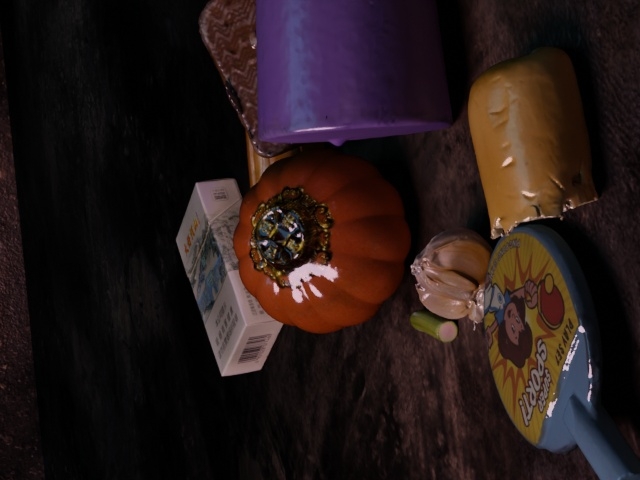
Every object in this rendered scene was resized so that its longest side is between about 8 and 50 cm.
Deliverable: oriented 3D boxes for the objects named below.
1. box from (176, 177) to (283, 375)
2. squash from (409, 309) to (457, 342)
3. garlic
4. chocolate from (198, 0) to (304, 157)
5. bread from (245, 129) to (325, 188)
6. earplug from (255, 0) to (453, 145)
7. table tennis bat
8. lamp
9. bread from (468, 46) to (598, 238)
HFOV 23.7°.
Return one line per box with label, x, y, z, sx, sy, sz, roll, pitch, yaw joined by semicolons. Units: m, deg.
box;-0.141;0.056;2.322;0.164;0.069;0.256;116;139;-53
squash;0.128;0.097;1.769;0.083;0.027;0.027;-156;61;-64
garlic;0.141;0.034;1.653;0.074;0.094;0.113;-84;13;-63
chocolate;-0.056;-0.219;1.884;0.093;0.148;0.214;-160;47;-81
bread;-0.041;-0.100;1.999;0.077;0.116;0.200;4;102;41
earplug;0.023;-0.335;1.662;0.215;0.215;0.456;178;88;-67
table tennis bat;0.233;0.122;1.494;0.329;0.044;0.215;-114;29;-46
lamp;0.000;0.000;1.817;0.223;0.196;0.223;-2;86;31
bread;0.197;-0.095;1.470;0.134;0.085;0.173;156;104;-66
